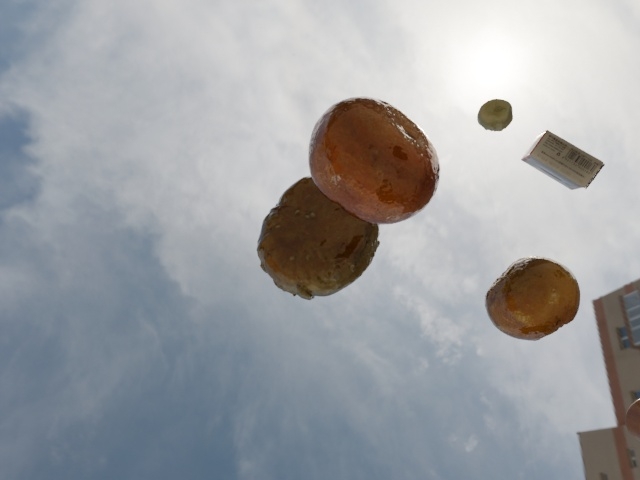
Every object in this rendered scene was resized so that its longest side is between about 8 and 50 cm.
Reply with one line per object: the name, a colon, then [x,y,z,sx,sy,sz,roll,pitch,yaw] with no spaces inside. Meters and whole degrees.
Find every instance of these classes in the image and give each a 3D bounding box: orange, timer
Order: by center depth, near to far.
orange: [0.195,0.054,0.440,0.083,0.083,0.070,-35,-109,-27]
orange: [0.084,-0.123,0.777,0.224,0.170,0.224,23,-138,-23]
timer: [0.936,0.516,1.293,0.132,0.152,0.131,0,-85,-1]

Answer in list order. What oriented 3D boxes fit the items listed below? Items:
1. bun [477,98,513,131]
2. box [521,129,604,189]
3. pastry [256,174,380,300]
bun: [0.560,-0.395,1.528,0.115,0.069,0.115,-7,-122,12]
box: [0.686,-0.229,1.361,0.182,0.133,0.099,34,-79,10]
pastry: [0.000,0.000,1.144,0.285,0.184,0.315,18,-113,21]
